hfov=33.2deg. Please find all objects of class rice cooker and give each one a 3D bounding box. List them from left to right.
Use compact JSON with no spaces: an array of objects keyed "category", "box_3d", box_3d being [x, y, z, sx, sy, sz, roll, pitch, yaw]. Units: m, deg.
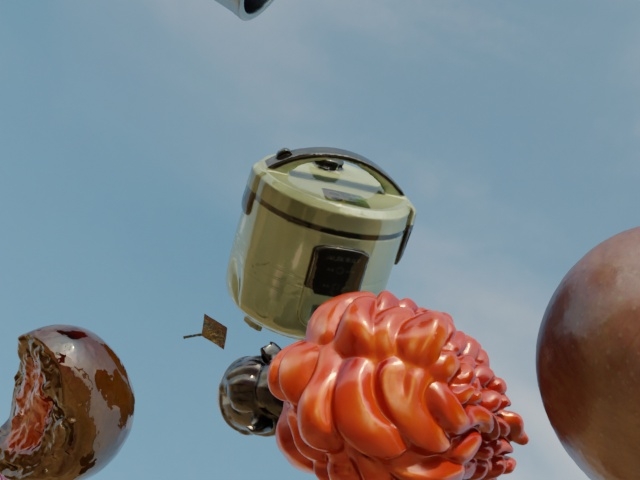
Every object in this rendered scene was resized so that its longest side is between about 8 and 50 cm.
[{"category":"rice cooker","box_3d":[0.000,0.000,1.391,0.226,0.226,0.244,19,-74,12]}]

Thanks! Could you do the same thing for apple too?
[{"category":"apple","box_3d":[0.353,0.133,1.010,0.305,0.235,0.306,2,-64,3]}]

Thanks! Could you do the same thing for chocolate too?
[{"category":"chocolate","box_3d":[-0.215,0.134,0.897,0.124,0.127,0.133,40,-48,9]}]

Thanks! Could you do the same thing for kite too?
[{"category":"kite","box_3d":[-0.137,0.104,1.259,0.078,0.002,0.044,10,-60,35]}]

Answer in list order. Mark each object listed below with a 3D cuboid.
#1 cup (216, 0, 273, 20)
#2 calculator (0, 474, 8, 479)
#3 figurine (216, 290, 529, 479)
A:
[{"category":"cup","box_3d":[-0.153,-0.448,1.206,0.311,0.331,0.257,32,-94,3]},{"category":"calculator","box_3d":[-0.427,0.358,1.279,0.190,0.034,0.127,-44,-123,21]},{"category":"figurine","box_3d":[0.045,0.186,1.202,0.306,0.241,0.412,32,-18,-21]}]
